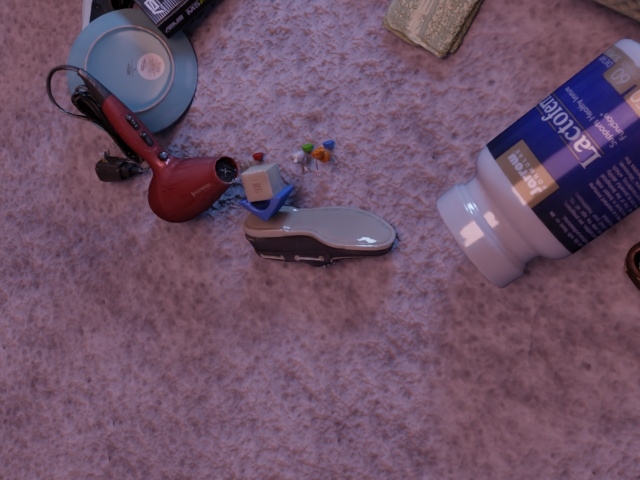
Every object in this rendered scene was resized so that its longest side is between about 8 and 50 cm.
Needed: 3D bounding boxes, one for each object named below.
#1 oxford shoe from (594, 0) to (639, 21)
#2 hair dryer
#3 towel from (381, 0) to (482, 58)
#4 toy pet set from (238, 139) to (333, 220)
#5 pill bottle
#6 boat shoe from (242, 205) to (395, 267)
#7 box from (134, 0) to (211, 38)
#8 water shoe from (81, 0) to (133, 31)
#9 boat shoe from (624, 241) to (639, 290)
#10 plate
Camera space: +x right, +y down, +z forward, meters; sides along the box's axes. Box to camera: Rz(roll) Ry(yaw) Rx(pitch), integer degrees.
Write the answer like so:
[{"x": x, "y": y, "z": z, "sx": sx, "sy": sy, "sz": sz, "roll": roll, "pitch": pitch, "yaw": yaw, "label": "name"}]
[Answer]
[{"x": 0.416, "y": -0.257, "z": 0.811, "sx": 0.130, "sy": 0.169, "sz": 0.449, "roll": -39, "pitch": 68, "yaw": -21, "label": "oxford shoe"}, {"x": -0.232, "y": -0.108, "z": 1.060, "sx": 0.293, "sy": 0.223, "sz": 0.080, "roll": 18, "pitch": 62, "yaw": 23, "label": "hair dryer"}, {"x": 0.151, "y": -0.310, "z": 0.996, "sx": 0.110, "sy": 0.027, "sz": 0.148, "roll": 34, "pitch": 100, "yaw": 22, "label": "towel"}, {"x": -0.048, "y": -0.076, "z": 1.042, "sx": 0.122, "sy": 0.114, "sz": 0.065, "roll": -6, "pitch": 110, "yaw": 26, "label": "toy pet set"}, {"x": 0.264, "y": -0.074, "z": 0.855, "sx": 0.265, "sy": 0.153, "sz": 0.153, "roll": -39, "pitch": 71, "yaw": 17, "label": "pill bottle"}, {"x": 0.000, "y": 0.000, "z": 1.035, "sx": 0.206, "sy": 0.075, "sz": 0.065, "roll": 6, "pitch": 131, "yaw": 20, "label": "boat shoe"}, {"x": -0.209, "y": -0.413, "z": 1.140, "sx": 0.184, "sy": 0.045, "sz": 0.190, "roll": -40, "pitch": 70, "yaw": -1, "label": "box"}, {"x": -0.308, "y": -0.290, "z": 1.182, "sx": 0.080, "sy": 0.073, "sz": 0.203, "roll": -8, "pitch": 83, "yaw": 22, "label": "water shoe"}, {"x": 0.404, "y": 0.075, "z": 0.823, "sx": 0.207, "sy": 0.073, "sz": 0.073, "roll": 37, "pitch": 100, "yaw": 21, "label": "boat shoe"}, {"x": -0.271, "y": -0.243, "z": 1.142, "sx": 0.188, "sy": 0.024, "sz": 0.188, "roll": 0, "pitch": 87, "yaw": -2, "label": "plate"}]
